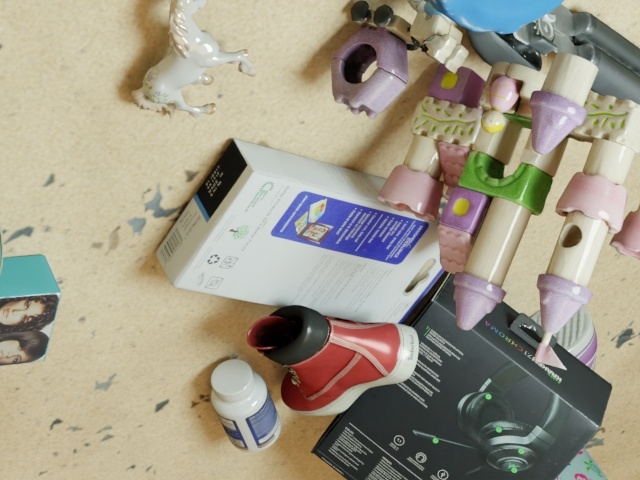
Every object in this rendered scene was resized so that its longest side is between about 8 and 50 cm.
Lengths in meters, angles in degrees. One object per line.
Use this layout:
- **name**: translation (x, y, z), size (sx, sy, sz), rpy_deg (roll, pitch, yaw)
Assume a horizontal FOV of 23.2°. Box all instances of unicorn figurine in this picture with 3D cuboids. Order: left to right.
- **unicorn figurine**: translation (-0.118, -0.170, 1.438), size (0.111, 0.060, 0.162), rpy_deg (14, 122, -42)

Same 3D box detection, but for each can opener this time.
- **can opener**: translation (0.263, -0.199, 1.673), size (0.095, 0.076, 0.283), rpy_deg (-18, 153, 36)

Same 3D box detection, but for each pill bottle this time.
- **pill bottle**: translation (-0.090, 0.192, 1.827), size (0.067, 0.067, 0.120), rpy_deg (-27, 141, -7)

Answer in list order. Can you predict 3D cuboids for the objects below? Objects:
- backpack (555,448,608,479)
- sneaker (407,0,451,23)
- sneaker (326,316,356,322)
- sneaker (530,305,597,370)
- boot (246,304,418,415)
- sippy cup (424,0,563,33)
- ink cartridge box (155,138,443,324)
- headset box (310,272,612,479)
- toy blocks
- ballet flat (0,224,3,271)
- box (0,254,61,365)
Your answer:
- **backpack**: translation (0.279, 0.368, 2.113), size (0.225, 0.253, 0.191), rpy_deg (-4, 129, -26)
- **sneaker**: translation (0.194, -0.278, 1.515), size (0.237, 0.086, 0.085), rpy_deg (-29, 139, -6)
- **sneaker**: translation (0.036, 0.090, 1.825), size (0.109, 0.044, 0.040), rpy_deg (7, 125, -40)
- **sneaker**: translation (0.247, 0.208, 2.046), size (0.282, 0.102, 0.161), rpy_deg (-28, 144, -5)
- **boot**: translation (-0.026, 0.132, 1.759), size (0.176, 0.088, 0.244), rpy_deg (13, 156, -26)
- **sippy cup**: translation (0.124, -0.302, 1.333), size (0.305, 0.224, 0.240), rpy_deg (-19, 139, -15)
- **ink cartridge box**: translation (0.000, 0.000, 1.692), size (0.332, 0.065, 0.165), rpy_deg (15, 122, -41)
- **headset box**: translation (0.175, 0.208, 1.867), size (0.283, 0.246, 0.131), rpy_deg (-55, 176, 24)
- **toy blocks**: translation (0.164, -0.038, 1.534), size (0.309, 0.288, 0.260), rpy_deg (29, 83, -48)
- **ballet flat**: translation (-0.339, -0.034, 1.414), size (0.086, 0.086, 0.248), rpy_deg (-13, 135, -22)
- **box**: translation (-0.384, 0.078, 1.518), size (0.244, 0.060, 0.100), rpy_deg (-5, 134, -30)
